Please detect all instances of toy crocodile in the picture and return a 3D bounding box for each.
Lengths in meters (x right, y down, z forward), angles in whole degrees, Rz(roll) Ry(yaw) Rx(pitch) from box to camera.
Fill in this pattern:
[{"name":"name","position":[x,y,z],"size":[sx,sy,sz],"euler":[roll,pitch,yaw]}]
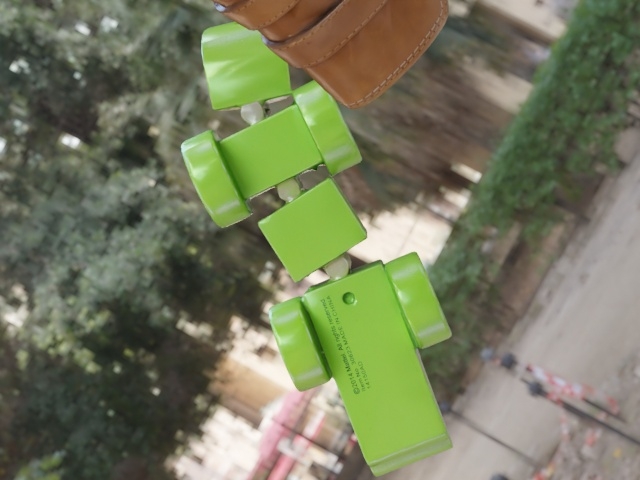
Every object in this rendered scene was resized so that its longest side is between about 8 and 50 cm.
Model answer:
[{"name":"toy crocodile","position":[0.000,0.000,0.922],"size":[0.115,0.341,0.105],"euler":[-26,0,4]}]

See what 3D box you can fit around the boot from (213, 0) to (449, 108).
[{"name":"boot","position":[-0.049,-0.130,0.549],"size":[0.283,0.109,0.220],"euler":[-53,-47,-16]}]
